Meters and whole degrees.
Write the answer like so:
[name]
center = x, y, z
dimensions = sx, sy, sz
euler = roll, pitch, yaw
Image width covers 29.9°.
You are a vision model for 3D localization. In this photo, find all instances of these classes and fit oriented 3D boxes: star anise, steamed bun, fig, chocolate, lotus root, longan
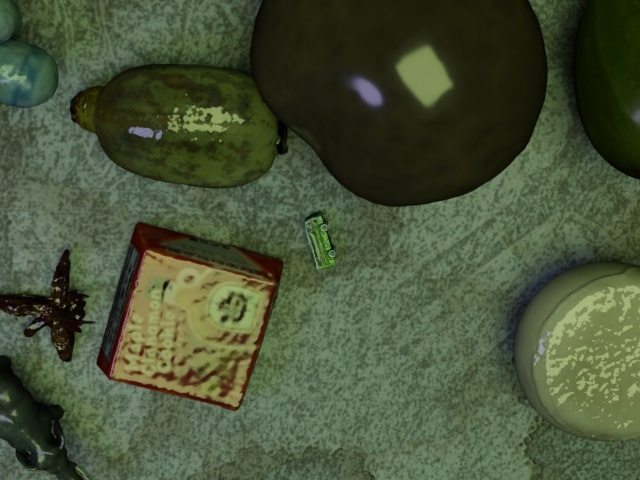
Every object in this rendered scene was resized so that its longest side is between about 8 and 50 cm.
[star anise]
center = -0.385, 0.112, 1.721
dimensions = 0.140, 0.144, 0.158
euler = -37, 107, 9
[steamed bun]
center = 0.431, 0.163, 1.840
dimensions = 0.283, 0.177, 0.282
euler = -1, 100, -6
[fig]
center = 0.492, -0.243, 1.706
dimensions = 0.316, 0.316, 0.316
euler = -2, 103, -9
[chocolate]
center = -0.192, 0.120, 1.769
dimensions = 0.235, 0.108, 0.237
euler = 16, 101, -11
[lotus root]
center = -0.198, -0.162, 1.684
dimensions = 0.310, 0.173, 0.173
euler = 3, 103, -2
[longan]
center = 0.113, -0.241, 1.611
dimensions = 0.405, 0.336, 0.404
euler = 0, 90, -8

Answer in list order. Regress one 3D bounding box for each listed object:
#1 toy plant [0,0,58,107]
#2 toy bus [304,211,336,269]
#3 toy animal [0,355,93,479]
[toy plant]
center = -0.510, -0.250, 1.575
dimensions = 0.332, 0.247, 0.247
euler = 18, 100, -14
[toy bus]
center = 0.000, 0.000, 1.810
dimensions = 0.037, 0.031, 0.083
euler = -15, 105, 5
[toy animal]
center = -0.418, 0.282, 1.757
dimensions = 0.082, 0.137, 0.269
euler = -40, 98, -1
